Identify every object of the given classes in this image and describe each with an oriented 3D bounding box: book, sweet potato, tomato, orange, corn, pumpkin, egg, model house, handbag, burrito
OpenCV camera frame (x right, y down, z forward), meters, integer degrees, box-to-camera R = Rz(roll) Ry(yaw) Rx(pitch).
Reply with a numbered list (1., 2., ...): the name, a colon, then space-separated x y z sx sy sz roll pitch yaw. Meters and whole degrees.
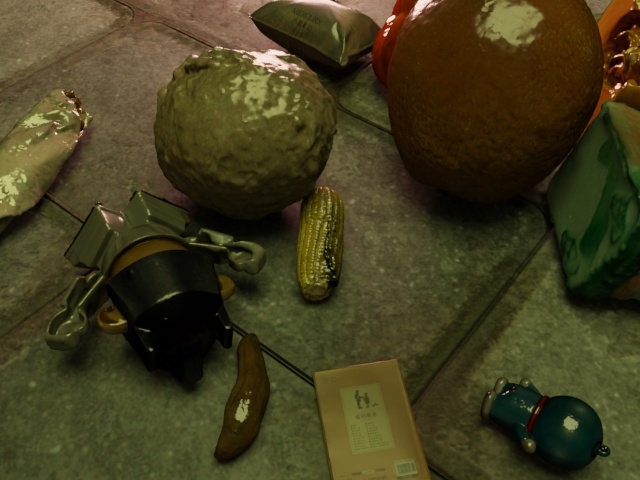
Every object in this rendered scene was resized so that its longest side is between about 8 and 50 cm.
1. book: 0.061 0.231 0.858 0.118 0.012 0.172 -6 48 -6
2. sweet potato: -0.091 0.190 0.867 0.053 0.054 0.182 11 45 -3
3. tomato: 0.210 -0.392 1.288 0.180 0.259 0.259 21 48 -8
4. orange: 0.261 -0.235 1.067 0.322 0.356 0.322 16 18 -5
5. corn: 0.000 0.000 1.032 0.072 0.072 0.203 3 48 2
6. pumpkin: 0.566 -0.265 1.143 0.226 0.256 0.303 15 80 -1
7. egg: -0.119 -0.166 1.052 0.311 0.279 0.279 8 46 28
8. model house: 0.540 -0.020 1.013 0.325 0.194 0.267 14 45 -7
9. handbag: 0.003 -0.440 1.406 0.270 0.117 0.183 33 47 27
10. burrito: -0.491 -0.118 1.128 0.117 0.076 0.392 17 51 5

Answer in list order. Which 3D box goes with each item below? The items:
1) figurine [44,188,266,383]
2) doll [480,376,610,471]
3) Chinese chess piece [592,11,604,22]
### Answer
1. figurine: -0.226 0.058 0.926 0.309 0.143 0.308 -12 48 14
2. doll: 0.275 0.222 0.828 0.152 0.085 0.114 21 38 30
3. Chinese chess piece: 0.595 -0.363 1.358 0.238 0.092 0.237 1 47 -1
